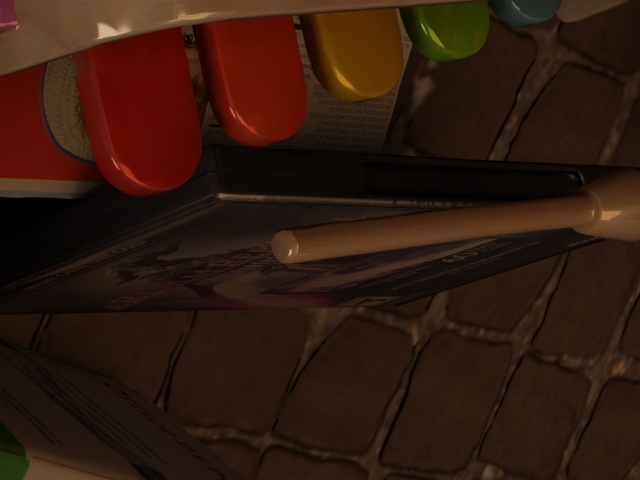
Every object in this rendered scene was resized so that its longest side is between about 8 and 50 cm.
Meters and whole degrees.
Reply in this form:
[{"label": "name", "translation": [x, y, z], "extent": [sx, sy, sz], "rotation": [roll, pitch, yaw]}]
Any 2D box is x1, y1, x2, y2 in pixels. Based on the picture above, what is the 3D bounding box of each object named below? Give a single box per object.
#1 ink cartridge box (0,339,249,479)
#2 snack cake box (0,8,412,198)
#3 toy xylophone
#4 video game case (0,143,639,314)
[{"label": "ink cartridge box", "translation": [-0.131, 0.100, 0.766], "extent": [0.208, 0.153, 0.087], "rotation": [25, 96, -45]}, {"label": "snack cake box", "translation": [-0.082, -0.099, 0.754], "extent": [0.264, 0.089, 0.152], "rotation": [1, 112, -42]}, {"label": "toy xylophone", "translation": [0.012, -0.104, 0.676], "extent": [0.323, 0.081, 0.236], "rotation": [0, 81, -41]}, {"label": "video game case", "translation": [0.000, 0.000, 0.820], "extent": [0.274, 0.196, 0.026], "rotation": [-1, 76, -43]}]
